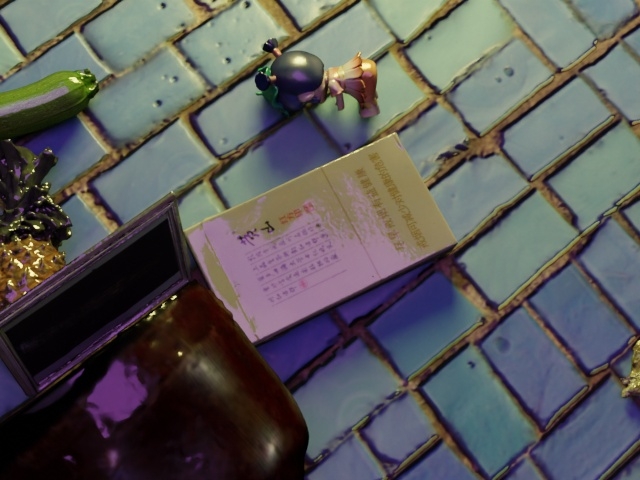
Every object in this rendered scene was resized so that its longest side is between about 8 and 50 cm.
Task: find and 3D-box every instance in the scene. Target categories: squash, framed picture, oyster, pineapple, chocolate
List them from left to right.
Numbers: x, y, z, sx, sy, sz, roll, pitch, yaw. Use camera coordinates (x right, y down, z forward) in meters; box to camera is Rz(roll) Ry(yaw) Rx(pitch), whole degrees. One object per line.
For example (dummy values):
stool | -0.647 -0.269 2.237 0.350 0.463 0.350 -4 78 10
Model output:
pineapple | -0.432 0.005 1.332 0.170 0.141 0.310 -17 67 16
squash | -0.441 -0.202 1.415 0.219 0.068 0.077 -23 73 -11
framed picture | -0.295 0.080 1.251 0.293 0.231 0.018 -38 67 -20
chocolate | -0.198 0.275 1.184 0.383 0.383 0.331 -37 95 -13
oyster | 0.482 0.191 1.403 0.080 0.038 0.083 -12 77 -6

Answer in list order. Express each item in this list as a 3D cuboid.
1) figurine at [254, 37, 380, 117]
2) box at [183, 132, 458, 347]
figurine | -0.004 -0.251 1.453 0.194 0.102 0.111 -3 42 -2
box | 0.000 0.001 1.406 0.365 0.051 0.205 -25 79 -11
